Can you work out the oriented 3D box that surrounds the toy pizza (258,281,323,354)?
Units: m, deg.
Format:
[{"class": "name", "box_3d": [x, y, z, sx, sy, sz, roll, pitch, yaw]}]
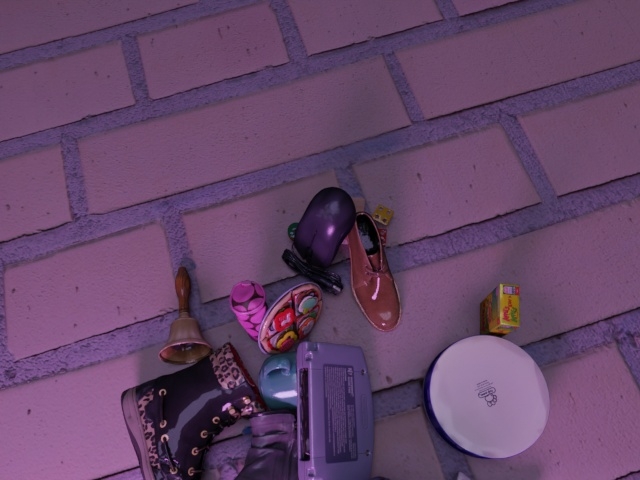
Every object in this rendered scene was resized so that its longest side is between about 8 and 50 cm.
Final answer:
[{"class": "toy pizza", "box_3d": [-0.061, 0.188, 1.189, 0.032, 0.201, 0.201, 33, 74, 34]}]

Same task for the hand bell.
[{"class": "hand bell", "box_3d": [-0.344, 0.173, 1.277, 0.126, 0.126, 0.242, -13, 57, -2]}]

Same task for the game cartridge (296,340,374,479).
[{"class": "game cartridge", "box_3d": [0.036, 0.380, 1.124, 0.062, 0.198, 0.298, -19, 64, 39]}]

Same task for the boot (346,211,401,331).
[{"class": "boot", "box_3d": [0.126, 0.077, 1.242, 0.112, 0.115, 0.306, -15, 87, -2]}]

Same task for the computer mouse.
[{"class": "computer mouse", "box_3d": [0.000, 0.000, 1.230, 0.188, 0.272, 0.072, 31, 33, 17]}]

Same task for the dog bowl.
[{"class": "dog bowl", "box_3d": [0.369, 0.352, 1.152, 0.264, 0.104, 0.265, -1, 69, 3]}]

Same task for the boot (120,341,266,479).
[{"class": "boot", "box_3d": [-0.254, 0.440, 1.144, 0.284, 0.138, 0.378, -29, 65, -8]}]

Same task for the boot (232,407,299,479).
[{"class": "boot", "box_3d": [-0.144, 0.471, 1.068, 0.337, 0.118, 0.223, 9, 68, -30]}]

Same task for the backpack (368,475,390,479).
[{"class": "backpack", "box_3d": [0.104, 0.600, 0.991, 0.276, 0.263, 0.213, -28, 65, -12]}]

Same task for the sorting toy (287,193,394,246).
[{"class": "sorting toy", "box_3d": [0.055, -0.049, 1.350, 0.274, 0.046, 0.133, 5, 70, 2]}]

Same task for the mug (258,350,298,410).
[{"class": "mug", "box_3d": [-0.089, 0.314, 1.169, 0.097, 0.129, 0.158, -10, 109, 9]}]

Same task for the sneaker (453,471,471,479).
[{"class": "sneaker", "box_3d": [0.335, 0.553, 1.088, 0.231, 0.090, 0.115, -9, 66, -1]}]

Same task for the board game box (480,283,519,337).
[{"class": "board game box", "box_3d": [0.411, 0.169, 1.176, 0.043, 0.181, 0.092, 5, 70, 5]}]

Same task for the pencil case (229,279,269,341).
[{"class": "pencil case", "box_3d": [-0.153, 0.166, 1.196, 0.095, 0.209, 0.098, 2, 61, 4]}]
